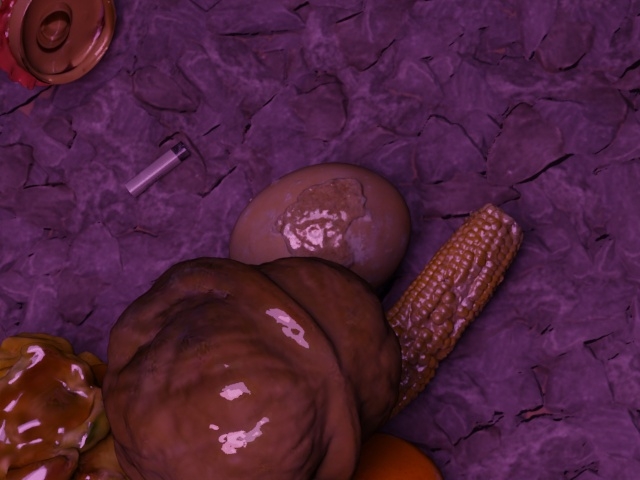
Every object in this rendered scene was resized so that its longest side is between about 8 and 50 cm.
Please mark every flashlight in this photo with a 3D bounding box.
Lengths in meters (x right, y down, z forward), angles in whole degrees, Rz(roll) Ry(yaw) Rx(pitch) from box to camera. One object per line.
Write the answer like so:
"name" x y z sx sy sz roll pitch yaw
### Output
"flashlight" -0.189 -0.083 1.840 0.083 0.018 0.018 -38 70 0

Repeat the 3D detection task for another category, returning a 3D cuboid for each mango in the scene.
"mango" 0.025 0.263 1.660 0.217 0.102 0.141 9 72 12

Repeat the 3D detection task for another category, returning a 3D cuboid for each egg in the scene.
"egg" -0.001 -0.003 1.705 0.202 0.164 0.164 -18 72 11

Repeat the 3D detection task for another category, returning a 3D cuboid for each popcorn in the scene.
"popcorn" -0.282 0.226 1.671 0.224 0.270 0.258 -41 116 3

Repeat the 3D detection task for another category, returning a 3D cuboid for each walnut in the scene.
"walnut" -0.071 0.143 1.550 0.277 0.282 0.253 -12 79 49

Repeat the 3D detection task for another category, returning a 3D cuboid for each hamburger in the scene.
"hamburger" -0.336 -0.269 1.848 0.137 0.175 0.175 29 83 31

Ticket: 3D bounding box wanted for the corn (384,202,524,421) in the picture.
"corn" 0.114 0.086 1.698 0.086 0.086 0.288 38 85 18
